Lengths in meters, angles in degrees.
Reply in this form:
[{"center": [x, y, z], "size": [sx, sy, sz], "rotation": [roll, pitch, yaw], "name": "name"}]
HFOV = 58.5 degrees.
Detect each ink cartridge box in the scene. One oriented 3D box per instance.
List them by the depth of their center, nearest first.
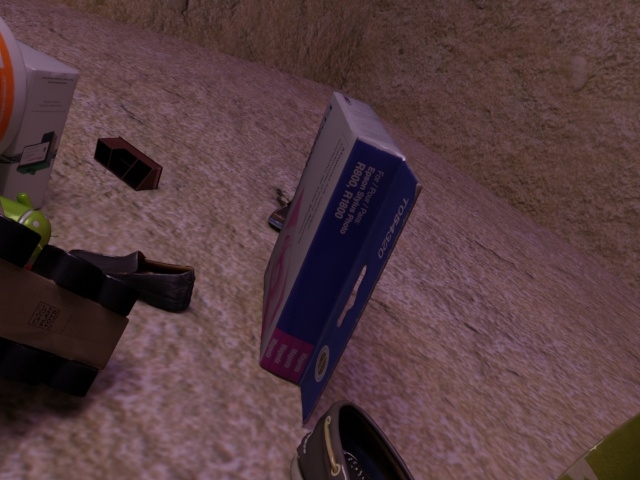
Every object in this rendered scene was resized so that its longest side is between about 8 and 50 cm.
[{"center": [0.000, 0.000, 0.739], "size": [0.071, 0.324, 0.330], "rotation": [18, 23, -12], "name": "ink cartridge box"}, {"center": [-0.453, -0.165, 0.792], "size": [0.160, 0.219, 0.092], "rotation": [29, 19, 9], "name": "ink cartridge box"}]

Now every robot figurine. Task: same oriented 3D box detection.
[{"center": [-0.396, -0.018, 0.719], "size": [0.115, 0.067, 0.101], "rotation": [22, 25, -7], "name": "robot figurine"}]

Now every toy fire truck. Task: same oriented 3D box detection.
[{"center": [-0.328, 0.021, 0.555], "size": [0.246, 0.158, 0.217], "rotation": [16, -17, 26], "name": "toy fire truck"}]

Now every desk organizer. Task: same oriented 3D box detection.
[{"center": [-0.359, -0.144, 1.062], "size": [0.130, 0.047, 0.050], "rotation": [34, 27, 23], "name": "desk organizer"}]

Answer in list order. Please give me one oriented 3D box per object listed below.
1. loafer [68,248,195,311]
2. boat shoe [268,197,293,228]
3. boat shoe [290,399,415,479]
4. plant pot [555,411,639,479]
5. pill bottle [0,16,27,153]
[{"center": [-0.248, 0.038, 0.752], "size": [0.170, 0.061, 0.062], "rotation": [17, 25, -15], "name": "loafer"}, {"center": [-0.041, -0.065, 1.175], "size": [0.066, 0.066, 0.183], "rotation": [32, 24, 19], "name": "boat shoe"}, {"center": [0.068, 0.276, 0.502], "size": [0.109, 0.091, 0.305], "rotation": [7, 28, -35], "name": "boat shoe"}, {"center": [0.430, 0.329, 0.575], "size": [0.275, 0.275, 0.293], "rotation": [-9, 55, -53], "name": "plant pot"}, {"center": [-0.514, -0.169, 0.550], "size": [0.224, 0.224, 0.392], "rotation": [28, 17, 10], "name": "pill bottle"}]
